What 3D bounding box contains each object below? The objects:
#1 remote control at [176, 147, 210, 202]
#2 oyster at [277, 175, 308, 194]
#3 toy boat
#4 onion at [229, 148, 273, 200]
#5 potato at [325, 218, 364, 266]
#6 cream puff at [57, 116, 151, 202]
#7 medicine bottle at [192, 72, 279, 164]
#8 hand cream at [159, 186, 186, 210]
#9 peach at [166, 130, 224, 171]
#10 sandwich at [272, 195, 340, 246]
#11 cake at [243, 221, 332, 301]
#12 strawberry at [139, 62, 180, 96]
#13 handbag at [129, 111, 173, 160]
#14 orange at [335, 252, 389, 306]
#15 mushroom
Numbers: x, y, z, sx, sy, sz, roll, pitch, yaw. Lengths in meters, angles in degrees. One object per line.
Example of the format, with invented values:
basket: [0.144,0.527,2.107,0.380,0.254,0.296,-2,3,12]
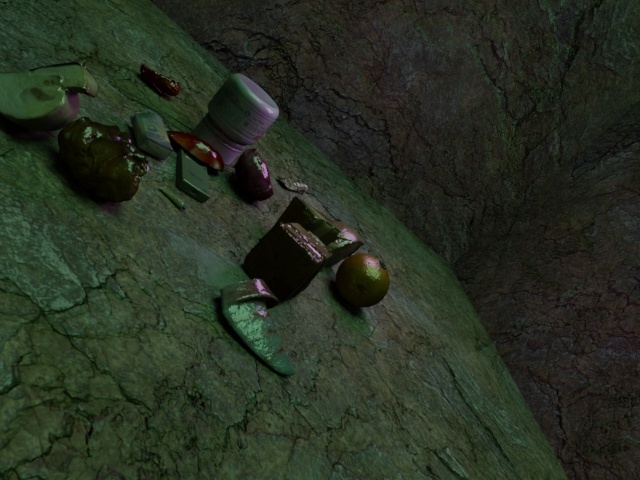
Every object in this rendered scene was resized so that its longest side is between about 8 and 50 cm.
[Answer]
remote control: [-0.457,-0.238,1.786,0.123,0.038,0.285,35,18,-33]
oyster: [-0.145,-0.293,2.551,0.106,0.061,0.200,49,18,15]
toy boat: [-0.161,0.240,1.339,0.206,0.096,0.282,0,60,-57]
onion: [-0.287,-0.259,2.036,0.230,0.163,0.230,163,-90,-77]
potato: [0.016,-0.033,2.119,0.211,0.189,0.264,17,33,-56]
cream puff: [-0.561,-0.207,1.307,0.269,0.155,0.241,44,11,19]
medicine bottle: [-0.361,-0.504,2.109,0.256,0.325,0.256,40,17,-15]
hand cream: [-0.460,-0.133,1.567,0.102,0.022,0.035,41,18,5]
peach: [-0.477,-0.367,1.929,0.279,0.068,0.189,34,5,-40]
sandwich: [-0.063,-0.023,1.904,0.155,0.198,0.227,31,8,-32]
cake: [-0.098,0.060,1.673,0.196,0.199,0.293,42,13,8]
strawberry: [-0.703,-0.688,2.179,0.188,0.082,0.121,26,5,-25]
handbag: [-0.576,-0.366,1.705,0.117,0.095,0.173,28,27,-51]
orange: [0.168,0.159,2.000,0.236,0.236,0.236,40,18,-16]
mushroom: [-0.691,-0.334,1.287,0.162,0.236,0.173,93,-12,-67]
